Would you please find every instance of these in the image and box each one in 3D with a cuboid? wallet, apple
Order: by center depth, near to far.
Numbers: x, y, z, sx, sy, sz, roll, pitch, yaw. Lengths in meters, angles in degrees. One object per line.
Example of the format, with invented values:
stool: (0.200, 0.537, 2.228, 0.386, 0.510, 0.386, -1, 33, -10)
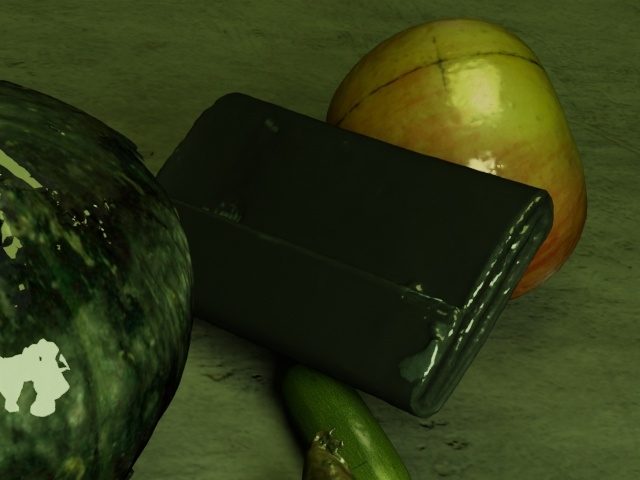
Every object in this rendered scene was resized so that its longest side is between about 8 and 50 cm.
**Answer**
wallet: (0.000, -0.001, 1.769, 0.406, 0.062, 0.228, 20, 69, 42)
apple: (0.130, -0.075, 1.930, 0.233, 0.286, 0.286, -21, 34, 2)

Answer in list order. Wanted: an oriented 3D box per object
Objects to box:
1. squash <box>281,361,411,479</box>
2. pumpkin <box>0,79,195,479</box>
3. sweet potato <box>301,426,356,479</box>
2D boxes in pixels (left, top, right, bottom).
squash: (0.027, 0.178, 1.672, 0.066, 0.066, 0.252, -4, 34, -26)
pumpkin: (-0.313, 0.049, 1.485, 0.454, 0.344, 0.454, 9, 25, -4)
sweet potato: (0.123, 0.290, 1.472, 0.423, 0.130, 0.130, 30, 35, 34)
